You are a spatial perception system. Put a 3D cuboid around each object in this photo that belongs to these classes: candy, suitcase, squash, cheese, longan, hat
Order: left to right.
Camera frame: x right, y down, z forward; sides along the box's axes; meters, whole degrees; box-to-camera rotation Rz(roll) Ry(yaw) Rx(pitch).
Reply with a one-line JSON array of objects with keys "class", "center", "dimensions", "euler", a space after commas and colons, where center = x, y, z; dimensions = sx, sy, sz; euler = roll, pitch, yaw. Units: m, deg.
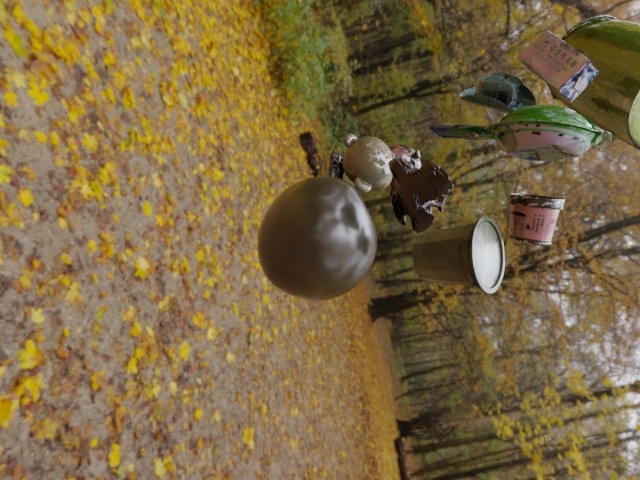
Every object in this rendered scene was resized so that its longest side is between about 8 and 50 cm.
[{"class": "longan", "center": [0.000, 0.000, 1.439], "dimensions": [0.336, 0.405, 0.404], "euler": [34, -13, 26]}, {"class": "suitcase", "center": [0.024, -0.155, 1.763], "dimensions": [0.206, 0.066, 0.286], "euler": [127, -27, -57]}, {"class": "hat", "center": [0.440, -0.373, 1.201], "dimensions": [0.138, 0.190, 0.078], "euler": [-34, 139, -35]}, {"class": "cheese", "center": [0.372, -0.202, 0.934], "dimensions": [0.203, 0.320, 0.083], "euler": [5, 92, -58]}, {"class": "candy", "center": [0.548, -0.405, 1.125], "dimensions": [0.073, 0.092, 0.160], "euler": [15, 37, -42]}, {"class": "squash", "center": [0.790, -0.415, 1.264], "dimensions": [0.385, 0.262, 0.263], "euler": [-105, 177, -55]}]

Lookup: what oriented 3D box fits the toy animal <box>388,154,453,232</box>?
[{"class": "toy animal", "center": [0.224, -0.122, 1.204], "dimensions": [0.179, 0.116, 0.218], "euler": [46, -32, -3]}]

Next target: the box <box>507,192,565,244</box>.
[{"class": "box", "center": [0.609, -0.063, 1.404], "dimensions": [0.151, 0.151, 0.135], "euler": [-55, 152, -79]}]

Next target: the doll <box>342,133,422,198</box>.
[{"class": "doll", "center": [0.230, -0.265, 1.721], "dimensions": [0.174, 0.329, 0.235], "euler": [-36, -118, 55]}]

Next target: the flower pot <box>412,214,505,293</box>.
[{"class": "flower pot", "center": [0.383, 0.043, 1.363], "dimensions": [0.212, 0.202, 0.213], "euler": [5, 83, -44]}]
